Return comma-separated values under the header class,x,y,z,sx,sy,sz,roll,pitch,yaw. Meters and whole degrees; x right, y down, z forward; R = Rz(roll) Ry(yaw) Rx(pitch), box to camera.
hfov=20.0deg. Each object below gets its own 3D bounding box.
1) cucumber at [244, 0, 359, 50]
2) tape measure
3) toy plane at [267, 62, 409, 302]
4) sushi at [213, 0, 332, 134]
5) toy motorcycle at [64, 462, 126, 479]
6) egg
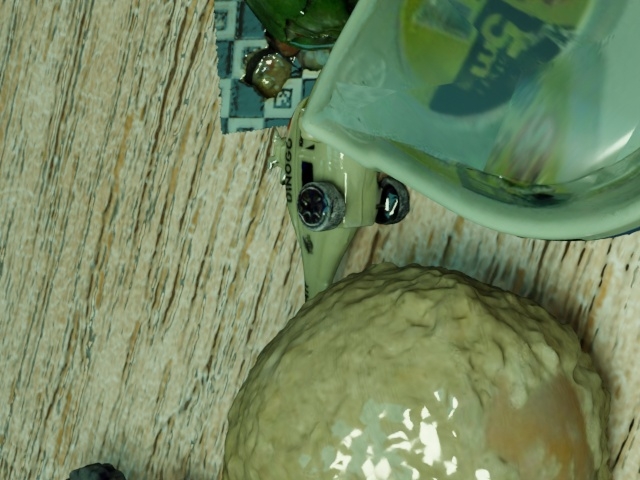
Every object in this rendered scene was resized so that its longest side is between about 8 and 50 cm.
class,x,y,z,sx,sy,sz,roll,pitch,yaw
cucumber,-0.049,-0.301,1.412,0.145,0.105,0.325,-19,75,19
tape measure,0.148,-0.124,1.156,0.262,0.138,0.259,32,100,24
toy plane,0.000,0.000,1.398,0.108,0.092,0.286,11,104,43
sushi,-0.019,-0.189,1.456,0.139,0.031,0.201,-7,82,23
toy motorcycle,-0.123,0.333,1.493,0.188,0.143,0.327,-24,81,43
egg,0.058,0.154,1.225,0.279,0.279,0.310,60,141,27
